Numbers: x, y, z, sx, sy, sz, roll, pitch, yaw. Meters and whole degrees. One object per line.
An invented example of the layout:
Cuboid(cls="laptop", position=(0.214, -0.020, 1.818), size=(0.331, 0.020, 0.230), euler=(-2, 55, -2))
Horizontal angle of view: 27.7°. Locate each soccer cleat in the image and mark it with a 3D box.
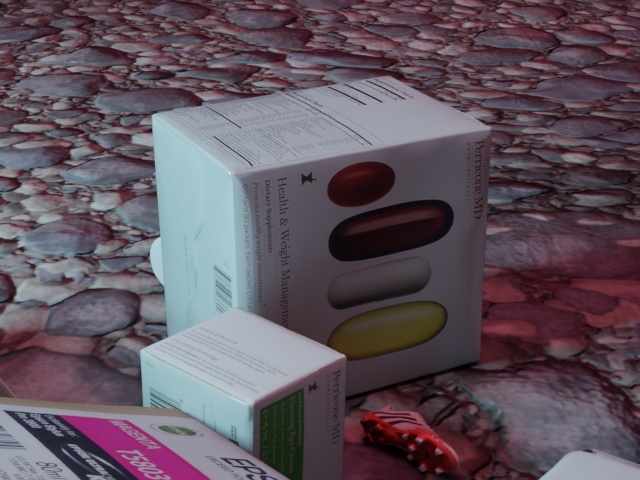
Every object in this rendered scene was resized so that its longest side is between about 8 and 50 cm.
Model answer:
Cuboid(cls="soccer cleat", position=(0.064, 0.130, 0.865), size=(0.083, 0.029, 0.036), euler=(15, 32, 43))

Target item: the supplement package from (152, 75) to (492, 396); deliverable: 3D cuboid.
Cuboid(cls="supplement package", position=(0.000, 0.000, 0.962), size=(0.203, 0.194, 0.149), euler=(-13, 26, -25))

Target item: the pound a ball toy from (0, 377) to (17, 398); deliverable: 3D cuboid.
Cuboid(cls="pound a ball toy", position=(-0.348, 0.103, 0.857), size=(0.208, 0.135, 0.319), euler=(-40, 38, -18))

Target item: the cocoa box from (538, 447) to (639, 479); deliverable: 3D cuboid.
Cuboid(cls="cocoa box", position=(0.077, 0.250, 0.319), size=(0.231, 0.227, 0.347), euler=(14, 27, 35))

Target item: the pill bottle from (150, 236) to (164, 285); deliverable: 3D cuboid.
Cuboid(cls="pill bottle", position=(-0.086, 0.002, 1.122), size=(0.067, 0.067, 0.120), euler=(18, 29, 37))

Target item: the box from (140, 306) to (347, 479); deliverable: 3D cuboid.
Cuboid(cls="box", position=(-0.048, 0.113, 0.815), size=(0.102, 0.101, 0.087), euler=(20, 30, 37))

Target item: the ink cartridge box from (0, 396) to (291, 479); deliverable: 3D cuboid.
Cuboid(cls="ink cartridge box", position=(-0.115, 0.144, 0.640), size=(0.193, 0.088, 0.235), euler=(8, 3, -31))
